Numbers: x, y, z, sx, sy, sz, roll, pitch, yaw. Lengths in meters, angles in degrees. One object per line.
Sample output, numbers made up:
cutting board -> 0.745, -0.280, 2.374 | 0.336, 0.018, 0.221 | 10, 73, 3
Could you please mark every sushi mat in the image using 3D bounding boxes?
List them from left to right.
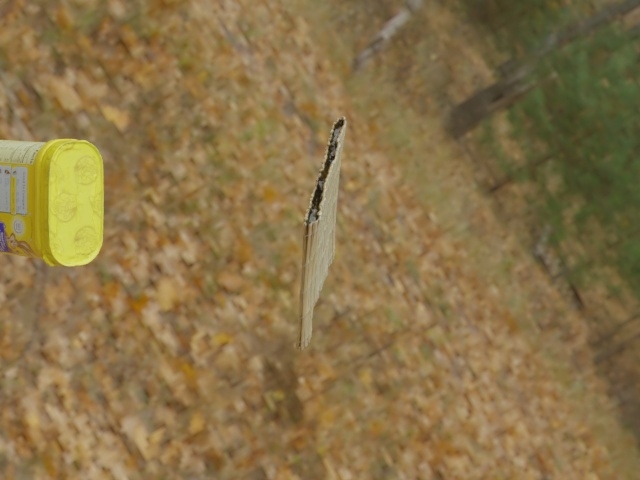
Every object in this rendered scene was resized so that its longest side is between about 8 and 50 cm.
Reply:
sushi mat -> 0.000, 0.000, 1.615 | 0.316, 0.019, 0.151 | 94, 10, -61

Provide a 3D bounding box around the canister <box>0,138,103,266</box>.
canister -> -0.307, -0.044, 1.410 | 0.073, 0.170, 0.126 | -7, 100, -52
